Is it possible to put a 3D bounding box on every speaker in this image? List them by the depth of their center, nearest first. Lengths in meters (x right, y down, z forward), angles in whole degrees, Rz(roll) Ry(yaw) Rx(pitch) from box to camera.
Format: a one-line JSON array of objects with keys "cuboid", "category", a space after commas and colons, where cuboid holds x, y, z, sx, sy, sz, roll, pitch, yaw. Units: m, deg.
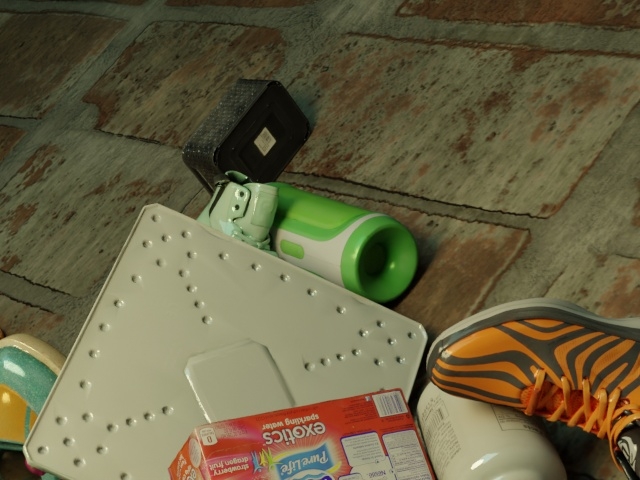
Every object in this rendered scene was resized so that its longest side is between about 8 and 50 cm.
[{"cuboid": [0.000, 0.000, 2.093, 0.131, 0.131, 0.296, -49, 35, -17], "category": "speaker"}]

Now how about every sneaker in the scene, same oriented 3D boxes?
[{"cuboid": [0.275, 0.162, 1.550, 0.321, 0.125, 0.180, 0, 42, -10], "category": "sneaker"}, {"cuboid": [-0.088, 0.009, 2.026, 0.256, 0.094, 0.151, 48, 120, 41], "category": "sneaker"}]

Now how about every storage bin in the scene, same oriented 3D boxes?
[{"cuboid": [-0.115, -0.155, 2.383, 0.084, 0.122, 0.180, 10, 56, 48], "category": "storage bin"}]

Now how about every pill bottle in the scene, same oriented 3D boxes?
[{"cuboid": [0.190, 0.244, 1.624, 0.131, 0.131, 0.229, -31, 34, 9], "category": "pill bottle"}]

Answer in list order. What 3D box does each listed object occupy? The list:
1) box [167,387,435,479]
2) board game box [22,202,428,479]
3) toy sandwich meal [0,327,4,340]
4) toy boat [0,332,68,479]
[{"cuboid": [-0.021, 0.260, 1.660, 0.257, 0.122, 0.128, -8, 63, -26], "category": "box"}, {"cuboid": [-0.101, 0.184, 1.793, 0.050, 0.390, 0.390, 121, 173, -52], "category": "board game box"}, {"cuboid": [-0.550, 0.172, 2.469, 0.085, 0.029, 0.085, -24, 36, 19], "category": "toy sandwich meal"}, {"cuboid": [-0.305, 0.244, 1.854, 0.318, 0.267, 0.148, -2, 22, 23], "category": "toy boat"}]
